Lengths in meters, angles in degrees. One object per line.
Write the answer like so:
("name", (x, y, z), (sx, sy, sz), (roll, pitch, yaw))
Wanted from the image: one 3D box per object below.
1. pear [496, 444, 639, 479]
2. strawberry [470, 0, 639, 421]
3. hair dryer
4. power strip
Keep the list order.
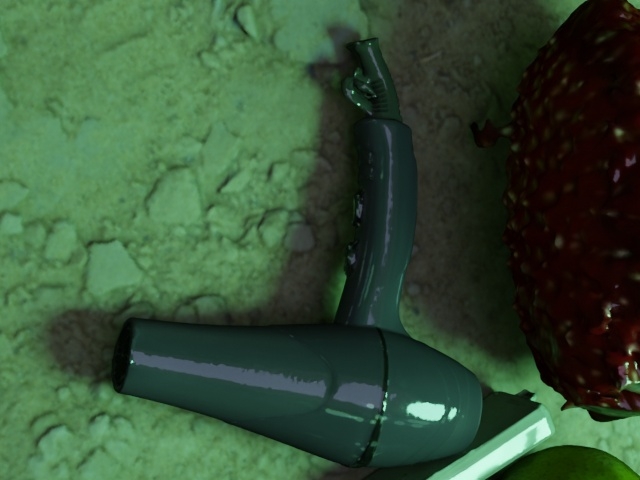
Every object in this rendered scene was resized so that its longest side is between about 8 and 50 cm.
("pear", (0.226, 0.256, 1.421), (0.180, 0.216, 0.166), (-26, 84, -44))
("strawberry", (0.259, -0.019, 1.422), (0.292, 0.292, 0.343), (-24, 80, -23))
("hair dryer", (0.000, 0.000, 1.380), (0.301, 0.121, 0.361), (12, 78, -17))
("power strip", (0.114, 0.190, 1.436), (0.192, 0.081, 0.035), (-30, 107, -21))
